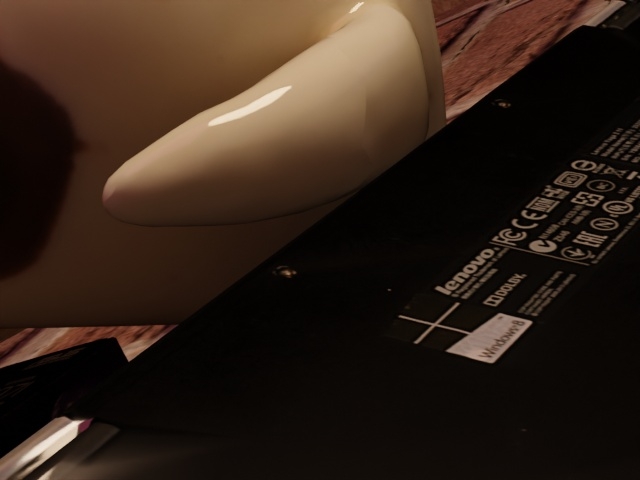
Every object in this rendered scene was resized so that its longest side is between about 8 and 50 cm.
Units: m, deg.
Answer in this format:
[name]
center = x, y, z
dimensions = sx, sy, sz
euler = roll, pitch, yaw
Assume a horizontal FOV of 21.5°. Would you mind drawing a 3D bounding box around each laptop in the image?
[laptop]
center = 0.065, 0.096, 0.470
dimensions = 0.408, 0.236, 0.382
euler = 14, 31, 28

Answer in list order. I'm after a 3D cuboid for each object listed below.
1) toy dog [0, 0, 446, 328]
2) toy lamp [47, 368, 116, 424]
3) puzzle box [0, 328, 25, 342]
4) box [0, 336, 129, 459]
[toy dog]
center = -0.170, -0.042, 0.671
dimensions = 0.408, 0.284, 0.395
euler = -11, 33, -5
[toy lamp]
center = -0.155, 0.141, 0.590
dimensions = 0.080, 0.080, 0.275
euler = -16, 17, 44
[puzzle box]
center = -0.270, 0.077, 0.892
dimensions = 0.409, 0.052, 0.272
euler = -30, 4, -40
[box]
center = -0.178, 0.123, 0.761
dimensions = 0.180, 0.077, 0.147
euler = -17, 13, 42
